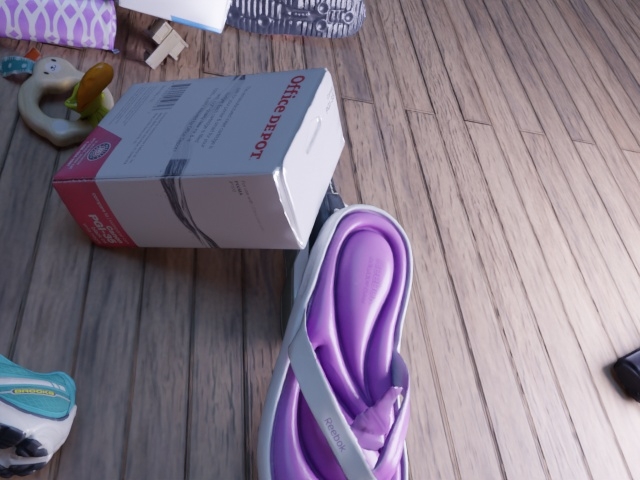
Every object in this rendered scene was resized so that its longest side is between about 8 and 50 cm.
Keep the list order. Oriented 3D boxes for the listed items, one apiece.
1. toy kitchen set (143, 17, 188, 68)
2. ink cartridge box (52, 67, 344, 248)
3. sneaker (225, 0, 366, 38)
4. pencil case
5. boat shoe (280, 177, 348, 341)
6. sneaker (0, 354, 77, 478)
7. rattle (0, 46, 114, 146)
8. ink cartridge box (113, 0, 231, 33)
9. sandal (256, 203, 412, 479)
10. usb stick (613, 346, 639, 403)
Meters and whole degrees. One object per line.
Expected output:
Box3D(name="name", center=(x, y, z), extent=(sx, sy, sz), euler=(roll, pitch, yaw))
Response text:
Box3D(name="toy kitchen set", center=(-0.275, -0.328, 0.950), extent=(0.075, 0.083, 0.068), euler=(42, 92, 14))
Box3D(name="ink cartridge box", center=(-0.133, -0.097, 0.703), extent=(0.282, 0.117, 0.207), euler=(1, 45, 20))
Box3D(name="sneaker", center=(-0.080, -0.458, 1.116), extent=(0.318, 0.112, 0.131), euler=(4, 35, -22))
Box3D(name="pencil case", center=(-0.414, -0.344, 0.896), extent=(0.205, 0.087, 0.088), euler=(2, 19, -22))
Box3D(name="boat shoe", center=(0.000, 0.000, 0.773), extent=(0.091, 0.114, 0.303), euler=(8, 63, -14))
Box3D(name="sneaker", center=(-0.368, 0.136, 0.543), extent=(0.275, 0.107, 0.110), euler=(21, 29, -11))
Box3D(name="rattle", center=(-0.367, -0.236, 0.796), extent=(0.130, 0.143, 0.200), euler=(-29, 73, -16))
Box3D(name="ink cartridge box", center=(-0.254, -0.454, 0.921), extent=(0.171, 0.168, 0.232), euler=(2, 29, -38))
Box3D(name="sandal", center=(0.033, 0.144, 0.602), extent=(0.169, 0.102, 0.417), euler=(12, 67, -21))
Box3D(name="usb stick", center=(0.550, 0.172, 0.887), extent=(0.277, 0.045, 0.077), euler=(-15, 53, -30))
